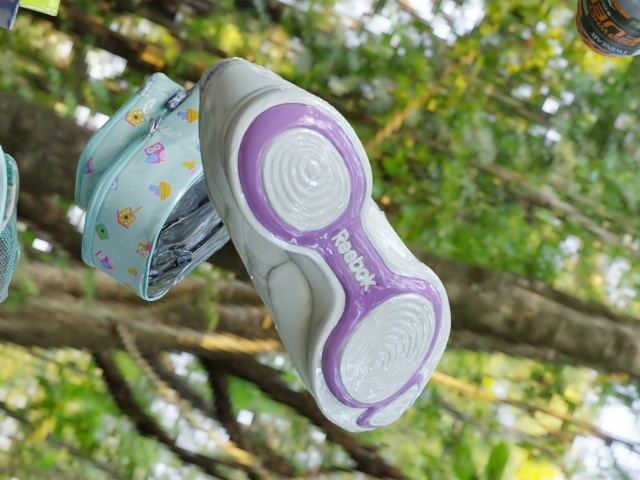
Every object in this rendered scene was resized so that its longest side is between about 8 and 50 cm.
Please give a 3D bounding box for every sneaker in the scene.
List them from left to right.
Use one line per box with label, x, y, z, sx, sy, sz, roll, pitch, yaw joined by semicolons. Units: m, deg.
sneaker;-0.320;-0.006;1.572;0.076;0.065;0.167;-26;131;-74
sneaker;0.000;0.000;1.132;0.114;0.305;0.152;-28;-144;-11

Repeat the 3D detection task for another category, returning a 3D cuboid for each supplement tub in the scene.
supplement tub;0.374;-0.288;1.911;0.190;0.117;0.117;126;-19;-73

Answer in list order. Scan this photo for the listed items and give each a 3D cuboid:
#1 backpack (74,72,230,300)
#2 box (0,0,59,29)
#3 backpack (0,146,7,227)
backpack;-0.143;-0.046;1.478;0.188;0.144;0.166;-58;172;-36
box;-0.247;-0.270;1.404;0.109;0.042;0.178;23;-81;57
backpack;-0.377;-0.008;1.354;0.191;0.225;0.254;5;-100;68
